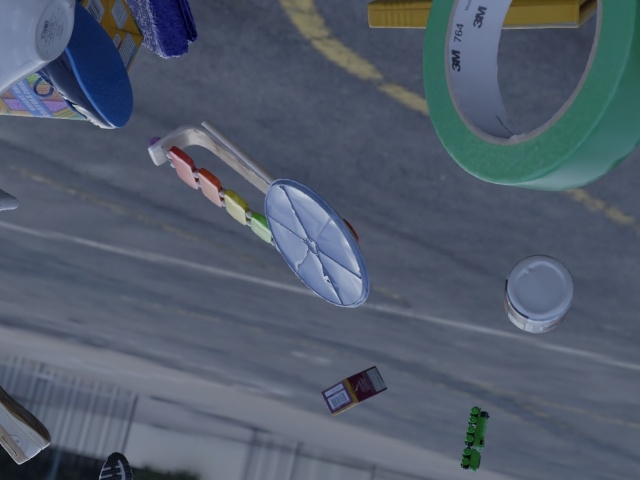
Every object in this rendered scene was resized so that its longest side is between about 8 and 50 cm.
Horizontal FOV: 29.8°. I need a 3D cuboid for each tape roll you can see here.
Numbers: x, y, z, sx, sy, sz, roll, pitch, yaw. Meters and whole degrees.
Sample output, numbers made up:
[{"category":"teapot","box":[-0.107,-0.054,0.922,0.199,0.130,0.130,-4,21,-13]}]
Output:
[{"category":"tape roll","box":[0.237,-0.215,1.279,0.077,0.321,0.321,6,174,-34]}]

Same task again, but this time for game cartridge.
[{"category":"game cartridge","box":[0.271,-0.377,1.872,0.324,0.052,0.285,5,-159,22]}]

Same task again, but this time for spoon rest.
[{"category":"spoon rest","box":[-0.332,-0.174,1.271,0.084,0.276,0.137,20,-170,17]}]

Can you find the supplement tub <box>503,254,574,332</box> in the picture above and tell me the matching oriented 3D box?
[{"category":"supplement tub","box":[0.377,0.097,2.083,0.117,0.117,0.190,11,170,10]}]

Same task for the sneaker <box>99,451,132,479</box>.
[{"category":"sneaker","box":[-0.246,0.304,1.428,0.040,0.109,0.044,0,-175,-18]}]

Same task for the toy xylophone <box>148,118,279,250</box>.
[{"category":"toy xylophone","box":[-0.122,-0.075,1.827,0.323,0.081,0.236,37,172,11]}]

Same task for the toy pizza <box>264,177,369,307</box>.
[{"category":"toy pizza","box":[0.000,0.000,1.595,0.201,0.032,0.201,39,150,28]}]

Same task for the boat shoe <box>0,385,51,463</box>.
[{"category":"boat shoe","box":[-0.404,0.205,1.451,0.170,0.059,0.063,46,179,-12]}]

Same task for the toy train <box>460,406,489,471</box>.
[{"category":"toy train","box":[0.182,0.233,1.412,0.024,0.083,0.017,11,147,8]}]

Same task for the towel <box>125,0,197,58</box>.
[{"category":"towel","box":[-0.296,-0.467,1.969,0.076,0.308,0.228,-24,-148,-18]}]

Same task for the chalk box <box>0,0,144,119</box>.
[{"category":"chalk box","box":[-0.449,-0.306,1.814,0.289,0.180,0.179,6,150,20]}]

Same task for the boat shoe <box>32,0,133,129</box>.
[{"category":"boat shoe","box":[-0.317,-0.240,1.434,0.089,0.109,0.258,-9,127,30]}]

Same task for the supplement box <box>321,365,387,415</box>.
[{"category":"supplement box","box":[0.051,0.226,1.812,0.055,0.043,0.083,-34,168,37]}]
